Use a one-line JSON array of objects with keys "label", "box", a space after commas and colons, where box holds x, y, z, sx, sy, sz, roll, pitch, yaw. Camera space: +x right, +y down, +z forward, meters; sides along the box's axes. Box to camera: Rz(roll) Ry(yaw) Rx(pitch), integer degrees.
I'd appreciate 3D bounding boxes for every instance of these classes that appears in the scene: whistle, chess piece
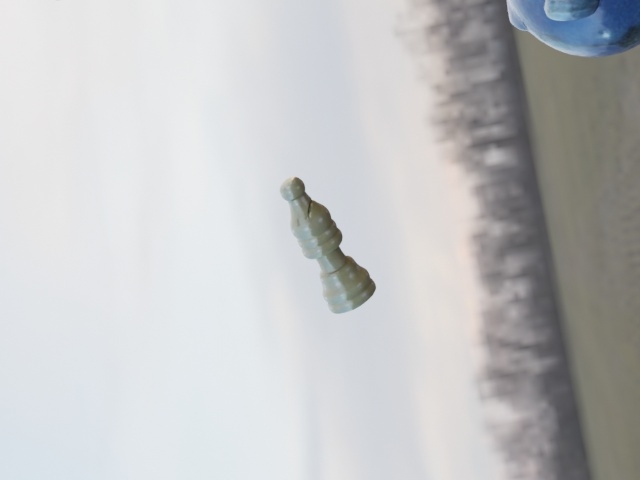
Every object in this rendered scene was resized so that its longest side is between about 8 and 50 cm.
[{"label": "whistle", "box": [0.126, -0.131, 0.865, 0.158, 0.090, 0.090, -55, -44, -55]}, {"label": "chess piece", "box": [0.000, 0.000, 1.221, 0.092, 0.035, 0.035, 60, -167, -21]}]
